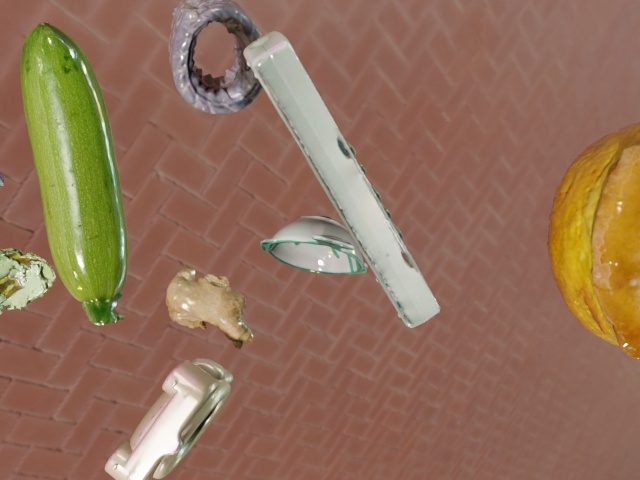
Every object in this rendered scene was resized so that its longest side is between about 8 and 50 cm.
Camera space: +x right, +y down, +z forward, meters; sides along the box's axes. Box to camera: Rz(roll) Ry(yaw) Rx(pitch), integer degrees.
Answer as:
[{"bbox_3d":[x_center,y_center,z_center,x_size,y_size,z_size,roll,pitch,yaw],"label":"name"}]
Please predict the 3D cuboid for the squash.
[{"bbox_3d":[-0.320,-0.084,0.939,0.107,0.107,0.396,-13,94,-41],"label":"squash"}]

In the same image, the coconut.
[{"bbox_3d":[-0.613,0.080,1.416,0.158,0.055,0.133,-18,97,-21],"label":"coconut"}]

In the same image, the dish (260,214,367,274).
[{"bbox_3d":[0.000,0.000,1.400,0.224,0.246,0.078,16,73,-12],"label":"dish"}]

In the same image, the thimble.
[{"bbox_3d":[-0.226,-0.399,1.508,0.205,0.172,0.236,-24,128,-5],"label":"thimble"}]

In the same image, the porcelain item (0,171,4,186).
[{"bbox_3d":[-0.748,-0.084,1.327,0.288,0.186,0.138,-38,180,-4],"label":"porcelain item"}]

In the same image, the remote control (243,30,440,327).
[{"bbox_3d":[0.025,-0.063,0.771,0.050,0.145,0.344,-31,113,2],"label":"remote control"}]

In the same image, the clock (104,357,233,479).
[{"bbox_3d":[-0.305,0.383,1.532,0.284,0.114,0.309,-56,174,1],"label":"clock"}]

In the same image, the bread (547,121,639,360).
[{"bbox_3d":[0.338,-0.007,0.666,0.268,0.145,0.269,-2,94,-20],"label":"bread"}]

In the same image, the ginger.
[{"bbox_3d":[-0.234,0.145,1.573,0.074,0.213,0.138,-40,152,-87],"label":"ginger"}]
